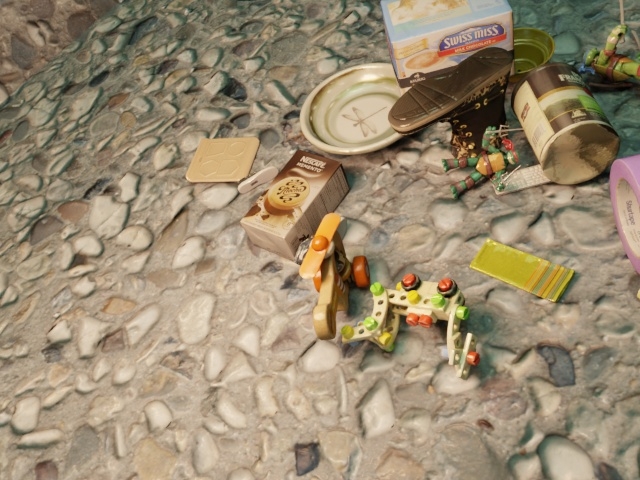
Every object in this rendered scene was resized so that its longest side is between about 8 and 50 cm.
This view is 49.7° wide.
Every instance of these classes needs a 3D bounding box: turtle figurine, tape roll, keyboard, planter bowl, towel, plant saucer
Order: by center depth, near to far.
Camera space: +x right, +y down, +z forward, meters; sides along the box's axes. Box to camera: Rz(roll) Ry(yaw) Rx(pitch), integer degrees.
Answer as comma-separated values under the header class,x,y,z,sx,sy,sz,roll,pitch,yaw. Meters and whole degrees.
class,x,y,z,sx,sy,sz,roll,pitch,yaw
tape roll,0.744,-0.060,1.562,0.090,0.275,0.275,-14,49,9
towel,0.497,0.071,1.715,0.237,0.021,0.102,24,63,34
turtle figurine,0.458,-0.206,1.883,0.234,0.118,0.175,-20,77,14
keyboard,0.598,-0.181,1.886,0.255,0.014,0.072,-15,49,8
turtle figurine,0.896,-0.533,1.943,0.274,0.198,0.266,-40,54,-9
planter bowl,0.610,-0.552,2.128,0.217,0.090,0.217,-10,50,13
plant saucer,0.138,-0.391,2.163,0.400,0.101,0.401,-10,51,12

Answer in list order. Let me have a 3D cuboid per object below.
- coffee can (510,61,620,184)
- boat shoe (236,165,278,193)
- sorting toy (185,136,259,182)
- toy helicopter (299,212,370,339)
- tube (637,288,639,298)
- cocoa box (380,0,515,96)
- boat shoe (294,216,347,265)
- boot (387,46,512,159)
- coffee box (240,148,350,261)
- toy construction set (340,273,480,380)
class,x,y,z,sx,sy,sz,roll,pitch,yaw
coffee can,0.644,-0.313,1.840,0.201,0.202,0.275,-15,46,8
boat shoe,-0.200,-0.198,2.164,0.142,0.049,0.040,-29,48,-1
sorting toy,-0.318,-0.261,2.269,0.208,0.038,0.193,3,54,17
toy helicopter,0.024,0.094,1.680,0.140,0.235,0.355,-8,33,13
tube,0.812,0.168,1.502,0.240,0.062,0.070,42,115,34
cocoa box,0.373,-0.598,2.033,0.346,0.228,0.232,-13,49,7
boat shoe,0.000,0.000,1.920,0.083,0.065,0.183,18,61,30
boot,0.373,-0.330,1.906,0.377,0.284,0.138,-35,50,-11
coffee box,-0.068,-0.106,1.994,0.168,0.119,0.297,20,62,32
toy construction set,0.228,0.194,1.625,0.327,0.151,0.215,16,59,29
